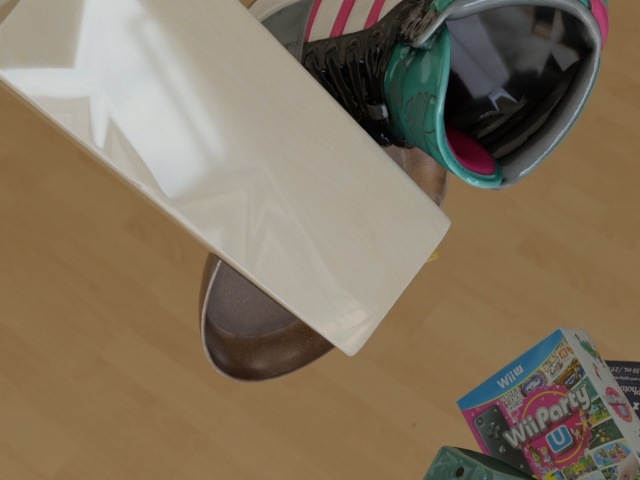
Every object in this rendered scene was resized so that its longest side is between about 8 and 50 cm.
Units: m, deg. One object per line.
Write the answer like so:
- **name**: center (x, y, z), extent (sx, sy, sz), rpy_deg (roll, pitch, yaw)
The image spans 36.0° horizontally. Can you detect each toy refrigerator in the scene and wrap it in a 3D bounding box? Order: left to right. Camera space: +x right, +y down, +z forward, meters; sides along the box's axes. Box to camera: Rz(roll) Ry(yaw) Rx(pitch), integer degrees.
- **toy refrigerator**: center (-0.056, -0.056, 0.529), extent (0.102, 0.269, 0.094), rpy_deg (-53, 35, -6)

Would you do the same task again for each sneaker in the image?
- **sneaker**: center (0.042, -0.088, 0.586), extent (0.295, 0.124, 0.178), rpy_deg (-26, 33, 13)

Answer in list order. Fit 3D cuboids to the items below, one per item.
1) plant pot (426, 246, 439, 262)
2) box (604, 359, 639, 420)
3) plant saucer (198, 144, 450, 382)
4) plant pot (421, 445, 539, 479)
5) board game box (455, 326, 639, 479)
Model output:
- **plant pot**: center (0.053, -0.062, 1.657), extent (0.253, 0.254, 0.239), rpy_deg (-10, 82, -8)
- **box**: center (0.572, 0.397, 1.957), extent (0.182, 0.296, 0.294), rpy_deg (22, 74, -31)
- **plant saucer**: center (0.000, 0.000, 0.935), extent (0.310, 0.311, 0.050), rpy_deg (-34, 56, -23)
- **plant pot**: center (0.226, 0.355, 1.184), extent (0.165, 0.234, 0.165), rpy_deg (-59, 30, -9)
- **board game box**: center (0.369, 0.316, 1.470), extent (0.097, 0.224, 0.303), rpy_deg (9, 47, -48)
